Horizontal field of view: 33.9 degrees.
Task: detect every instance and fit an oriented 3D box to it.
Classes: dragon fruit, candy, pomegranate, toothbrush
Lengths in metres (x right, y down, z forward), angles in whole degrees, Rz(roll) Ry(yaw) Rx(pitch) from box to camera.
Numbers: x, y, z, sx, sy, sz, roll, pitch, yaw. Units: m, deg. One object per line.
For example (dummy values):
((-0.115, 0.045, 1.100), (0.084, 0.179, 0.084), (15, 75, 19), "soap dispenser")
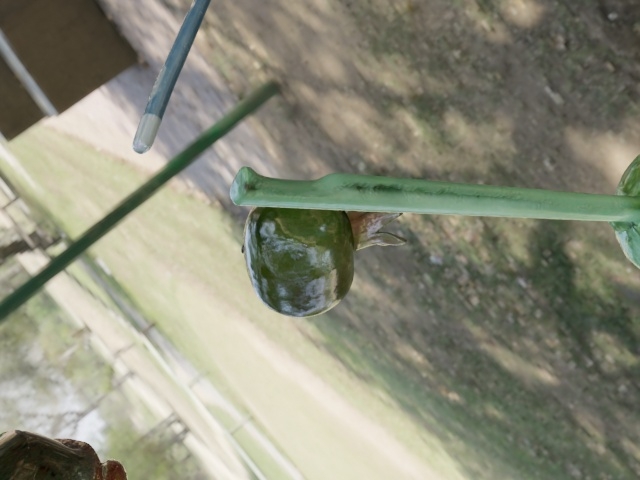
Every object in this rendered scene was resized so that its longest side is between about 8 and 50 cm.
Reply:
((-0.360, 0.315, 1.161), (0.268, 0.295, 0.130), (25, 143, 53), "dragon fruit")
((0.143, -0.022, 0.688), (0.119, 0.440, 0.119), (0, 90, 60), "candy")
((0.000, 0.000, 1.227), (0.131, 0.191, 0.152), (46, 154, 38), "pomegranate")
((-0.103, -0.188, 0.859), (0.025, 0.275, 0.019), (32, 151, -26), "toothbrush")
